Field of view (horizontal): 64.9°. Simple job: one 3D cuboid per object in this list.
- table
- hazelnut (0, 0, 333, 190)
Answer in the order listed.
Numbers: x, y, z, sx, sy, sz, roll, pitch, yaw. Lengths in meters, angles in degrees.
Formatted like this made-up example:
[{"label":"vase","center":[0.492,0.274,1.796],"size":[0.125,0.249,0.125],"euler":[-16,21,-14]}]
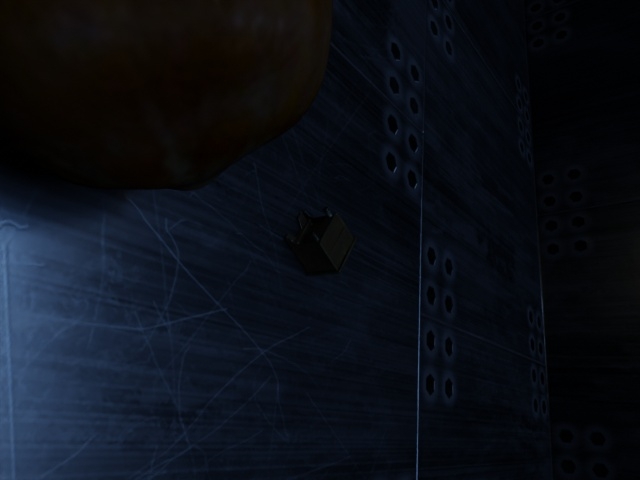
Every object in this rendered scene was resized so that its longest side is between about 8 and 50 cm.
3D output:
[{"label":"table","center":[0.000,0.000,0.832],"size":[0.082,0.070,0.083],"euler":[56,44,-29]},{"label":"hazelnut","center":[-0.168,-0.230,0.465],"size":[0.366,0.366,0.365],"euler":[16,70,-50]}]
